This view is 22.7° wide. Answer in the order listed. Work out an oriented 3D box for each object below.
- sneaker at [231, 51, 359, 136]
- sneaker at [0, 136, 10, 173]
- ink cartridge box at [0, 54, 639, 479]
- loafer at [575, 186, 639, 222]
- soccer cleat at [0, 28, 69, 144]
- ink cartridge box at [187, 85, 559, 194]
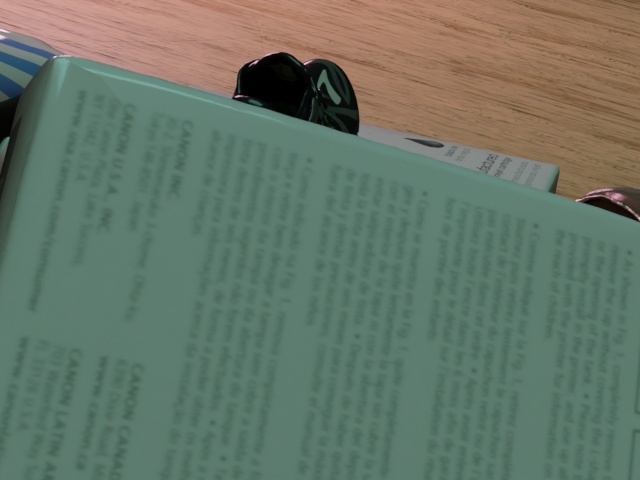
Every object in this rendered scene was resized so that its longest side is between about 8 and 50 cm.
[{"bbox_3d":[-0.016,-0.087,1.034,0.067,0.078,0.188,14,23,14],"label":"sneaker"},{"bbox_3d":[-0.174,-0.054,1.277,0.166,0.065,0.076,-13,46,-37],"label":"sneaker"},{"bbox_3d":[0.043,0.130,0.599,0.385,0.308,0.091,16,-22,-16],"label":"ink cartridge box"},{"bbox_3d":[0.237,0.030,1.152,0.087,0.094,0.251,2,22,-28],"label":"loafer"},{"bbox_3d":[-0.322,-0.112,1.261,0.143,0.116,0.331,40,26,26],"label":"soccer cleat"},{"bbox_3d":[0.000,0.000,1.097,0.289,0.121,0.211,13,22,11],"label":"ink cartridge box"}]
